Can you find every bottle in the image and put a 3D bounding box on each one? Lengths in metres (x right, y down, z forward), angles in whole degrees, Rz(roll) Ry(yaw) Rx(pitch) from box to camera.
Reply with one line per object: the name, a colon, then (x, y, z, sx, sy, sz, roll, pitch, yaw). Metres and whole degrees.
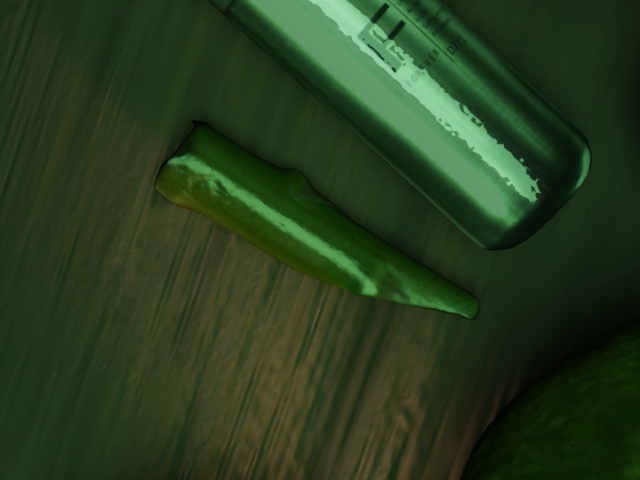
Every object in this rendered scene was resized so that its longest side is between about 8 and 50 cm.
bottle: (0.025, -0.106, 0.966, 0.253, 0.079, 0.096, 41, 59, -7)

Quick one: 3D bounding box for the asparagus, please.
asparagus: (0.000, 0.000, 0.999, 0.178, 0.041, 0.045, 31, 53, -6)

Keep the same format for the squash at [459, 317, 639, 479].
squash: (0.218, 0.125, 0.916, 0.309, 0.310, 0.310, 15, 99, 9)
